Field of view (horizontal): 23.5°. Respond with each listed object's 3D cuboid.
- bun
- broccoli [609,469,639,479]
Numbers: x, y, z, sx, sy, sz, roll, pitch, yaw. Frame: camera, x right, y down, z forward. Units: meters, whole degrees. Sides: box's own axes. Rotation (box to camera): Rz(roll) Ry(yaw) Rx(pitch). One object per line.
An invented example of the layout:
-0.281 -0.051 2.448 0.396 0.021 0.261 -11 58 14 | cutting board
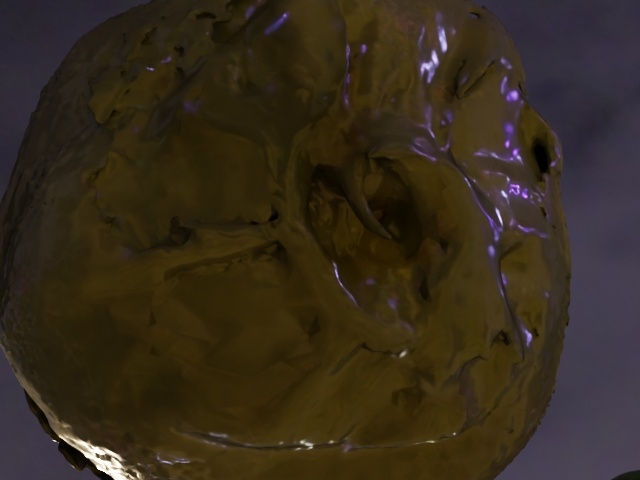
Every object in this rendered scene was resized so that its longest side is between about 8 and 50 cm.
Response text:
0.000 0.000 0.588 0.239 0.141 0.239 5 -101 -25 | bun
0.271 0.278 1.040 0.297 0.297 0.297 -36 -77 -12 | broccoli
